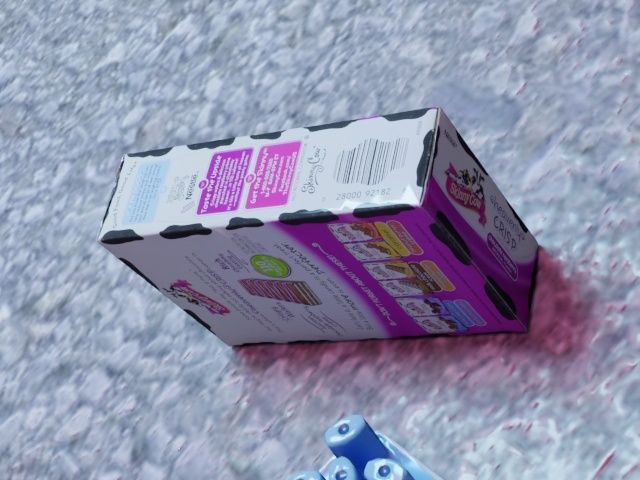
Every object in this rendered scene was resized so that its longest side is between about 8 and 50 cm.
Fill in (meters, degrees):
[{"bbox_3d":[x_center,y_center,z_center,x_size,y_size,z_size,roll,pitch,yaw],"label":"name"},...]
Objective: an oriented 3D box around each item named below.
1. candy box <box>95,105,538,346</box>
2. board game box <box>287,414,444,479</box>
[{"bbox_3d":[0.000,0.000,0.789,0.233,0.159,0.071,-6,57,30],"label":"candy box"},{"bbox_3d":[0.010,0.318,0.601,0.390,0.050,0.390,-44,47,-13],"label":"board game box"}]
